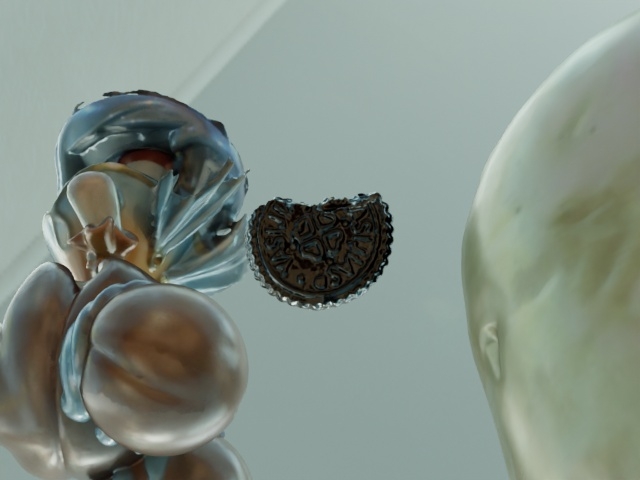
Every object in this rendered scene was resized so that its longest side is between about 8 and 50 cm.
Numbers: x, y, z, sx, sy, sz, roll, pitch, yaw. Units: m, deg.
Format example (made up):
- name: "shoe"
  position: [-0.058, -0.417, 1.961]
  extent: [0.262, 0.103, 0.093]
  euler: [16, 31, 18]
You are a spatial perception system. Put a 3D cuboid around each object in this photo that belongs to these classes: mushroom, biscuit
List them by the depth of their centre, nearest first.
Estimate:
- name: "mushroom"
  position: [0.227, 0.048, 0.753]
  extent: [0.325, 0.353, 0.353]
  euler: [-34, -108, -21]
- name: "biscuit"
  position: [0.000, 0.000, 0.849]
  extent: [0.087, 0.027, 0.089]
  euler: [37, -92, 12]

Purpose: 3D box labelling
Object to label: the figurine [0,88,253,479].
- name: "figurine"
  position: [-0.153, 0.068, 1.192]
  extent: [0.248, 0.277, 0.388]
  euler: [3, -141, 8]
